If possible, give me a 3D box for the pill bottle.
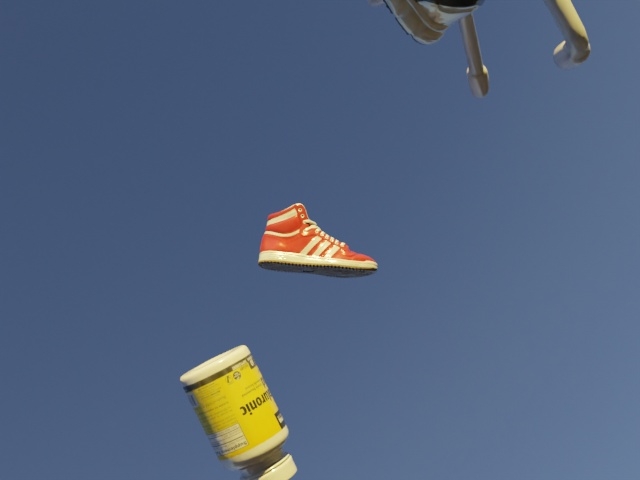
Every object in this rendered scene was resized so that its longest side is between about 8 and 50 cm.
[{"bbox_3d":[-0.066,0.154,0.737,0.065,0.065,0.116,-26,-90,-28],"label":"pill bottle"}]

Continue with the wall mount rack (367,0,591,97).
[{"bbox_3d":[0.204,-0.212,0.622,0.350,0.304,0.130,-31,-81,3],"label":"wall mount rack"}]

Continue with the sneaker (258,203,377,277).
[{"bbox_3d":[0.000,0.000,0.869,0.118,0.042,0.067,6,-110,-3],"label":"sneaker"}]

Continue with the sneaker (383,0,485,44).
[{"bbox_3d":[0.029,-0.130,0.337,0.109,0.043,0.040,45,-138,-25],"label":"sneaker"}]
